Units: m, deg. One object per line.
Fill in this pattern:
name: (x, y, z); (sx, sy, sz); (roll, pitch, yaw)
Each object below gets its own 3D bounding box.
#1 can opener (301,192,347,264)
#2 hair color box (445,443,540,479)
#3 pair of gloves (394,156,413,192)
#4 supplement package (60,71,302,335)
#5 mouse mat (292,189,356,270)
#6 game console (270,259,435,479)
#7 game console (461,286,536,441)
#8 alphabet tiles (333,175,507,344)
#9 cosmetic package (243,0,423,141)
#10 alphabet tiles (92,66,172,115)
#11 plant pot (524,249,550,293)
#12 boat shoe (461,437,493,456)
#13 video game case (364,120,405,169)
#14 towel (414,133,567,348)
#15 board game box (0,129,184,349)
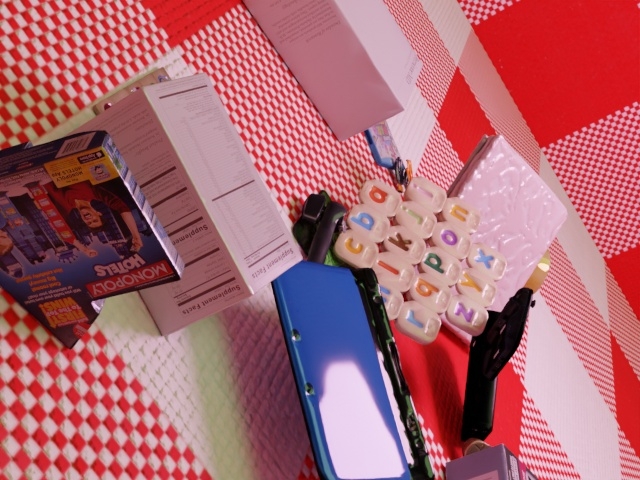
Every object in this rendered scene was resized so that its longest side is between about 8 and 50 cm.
can opener: (0.000, 0.000, 1.395); (0.186, 0.073, 0.059); (-78, 175, -49)
hair color box: (0.347, 0.509, 1.507); (0.374, 0.113, 0.185); (46, 30, -34)
pair of gloves: (0.170, -0.130, 1.887); (0.083, 0.010, 0.074); (6, 78, -60)
supplement package: (-0.151, -0.042, 1.035); (0.244, 0.133, 0.139); (63, 28, -4)
mouse mat: (0.020, 0.010, 1.483); (0.153, 0.007, 0.190); (58, 26, -12)
game console: (0.017, 0.190, 1.182); (0.173, 0.250, 0.293); (-6, 65, -19)
game console: (0.285, 0.196, 1.513); (0.361, 0.043, 0.213); (95, 5, -65)
alphabet tiles: (0.165, 0.027, 1.518); (0.277, 0.021, 0.284); (30, 57, -5)
cosmetic package: (0.014, -0.400, 1.683); (0.385, 0.156, 0.217); (51, 32, -22)
alphabet tiles: (-0.179, -0.099, 1.198); (0.237, 0.009, 0.198); (58, 25, -13)
plant pot: (0.457, 0.056, 2.171); (0.095, 0.134, 0.134); (22, 41, -19)
boat shoe: (0.285, 0.389, 1.579); (0.178, 0.064, 0.060); (48, -2, -32)
video game case: (0.116, -0.222, 1.885); (0.119, 0.015, 0.166); (6, 61, -62)
towel: (0.301, 0.009, 1.722); (0.317, 0.332, 0.053); (38, -4, -42)
board game box: (-0.225, 0.004, 0.841); (0.060, 0.194, 0.194); (-80, 151, -51)
